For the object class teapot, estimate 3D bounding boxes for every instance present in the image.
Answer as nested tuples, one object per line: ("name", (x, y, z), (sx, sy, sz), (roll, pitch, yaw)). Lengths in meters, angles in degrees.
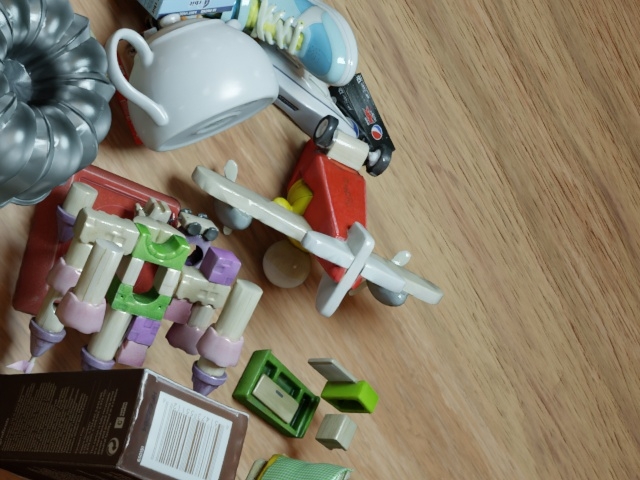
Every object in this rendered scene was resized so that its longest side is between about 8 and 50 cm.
("teapot", (-0.201, -0.260, 1.876), (0.252, 0.256, 0.187), (-25, 90, -10))

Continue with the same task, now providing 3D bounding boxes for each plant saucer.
("plant saucer", (-0.332, 0.016, 1.911), (0.258, 0.048, 0.259), (23, 69, -40))

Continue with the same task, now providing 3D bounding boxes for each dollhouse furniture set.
("dollhouse furniture set", (-0.060, 0.345, 2.026), (0.151, 0.197, 0.301), (45, 56, -32))

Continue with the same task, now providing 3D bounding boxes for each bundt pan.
("bundt pan", (-0.406, -0.213, 1.636), (0.331, 0.124, 0.331), (18, 66, -48))

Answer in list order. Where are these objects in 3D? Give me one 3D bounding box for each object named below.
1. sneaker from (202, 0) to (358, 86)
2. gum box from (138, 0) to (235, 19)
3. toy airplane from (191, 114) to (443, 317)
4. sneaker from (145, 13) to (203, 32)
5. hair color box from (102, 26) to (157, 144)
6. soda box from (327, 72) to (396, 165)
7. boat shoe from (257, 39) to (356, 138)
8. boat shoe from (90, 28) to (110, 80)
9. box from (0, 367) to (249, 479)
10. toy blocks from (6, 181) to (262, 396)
("sneaker", (-0.090, -0.365, 2.063), (0.208, 0.319, 0.127), (-9, 135, -37))
("gum box", (-0.250, -0.431, 1.966), (0.157, 0.041, 0.184), (-16, 54, -43))
("toy airplane", (0.000, 0.000, 2.074), (0.386, 0.272, 0.384), (51, 32, 14))
("sneaker", (-0.209, -0.325, 2.047), (0.215, 0.083, 0.084), (48, 59, -43))
("hair color box", (-0.284, -0.251, 1.983), (0.093, 0.053, 0.167), (-32, 106, -40))
("soda box", (0.077, -0.229, 2.320), (0.060, 0.053, 0.169), (-40, 112, -38))
("boat shoe", (-0.027, -0.266, 2.205), (0.267, 0.096, 0.088), (35, 67, -26))
("boat shoe", (-0.411, -0.180, 1.807), (0.110, 0.121, 0.341), (49, 54, -27))
("box", (-0.296, 0.273, 1.685), (0.191, 0.381, 0.143), (31, 63, -38))
("toy blocks", (-0.284, 0.100, 1.803), (0.288, 0.309, 0.260), (17, 106, -29))
